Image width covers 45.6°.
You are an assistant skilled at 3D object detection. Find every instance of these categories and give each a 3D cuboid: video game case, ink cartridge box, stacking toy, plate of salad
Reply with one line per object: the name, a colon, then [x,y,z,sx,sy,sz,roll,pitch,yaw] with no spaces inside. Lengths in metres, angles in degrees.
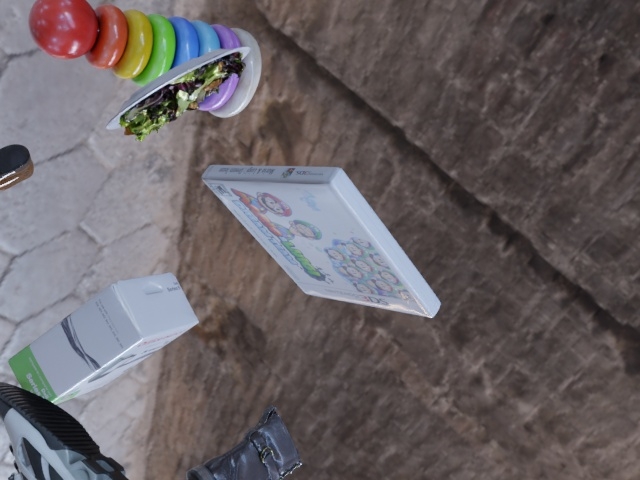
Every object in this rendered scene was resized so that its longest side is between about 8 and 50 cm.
video game case: [0.000,0.000,0.586,0.157,0.143,0.019,50,61,-36]
ink cartridge box: [-0.390,0.181,1.390,0.272,0.115,0.198,-34,172,19]
stacking toy: [-0.249,-0.278,1.091,0.330,0.141,0.141,9,127,-43]
plate of salad: [-0.167,-0.176,0.924,0.199,0.048,0.200,-29,-173,4]

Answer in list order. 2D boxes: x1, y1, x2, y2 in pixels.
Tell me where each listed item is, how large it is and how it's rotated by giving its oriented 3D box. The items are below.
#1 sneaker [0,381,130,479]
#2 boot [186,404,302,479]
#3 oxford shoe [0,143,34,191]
sneaker: [-0.353,0.320,0.994,0.146,0.330,0.122,-53,157,-3]
boot: [-0.123,0.480,1.464,0.229,0.263,0.091,-26,-160,-37]
oxford shoe: [-0.613,-0.100,1.353,0.212,0.076,0.076,-19,156,-14]
